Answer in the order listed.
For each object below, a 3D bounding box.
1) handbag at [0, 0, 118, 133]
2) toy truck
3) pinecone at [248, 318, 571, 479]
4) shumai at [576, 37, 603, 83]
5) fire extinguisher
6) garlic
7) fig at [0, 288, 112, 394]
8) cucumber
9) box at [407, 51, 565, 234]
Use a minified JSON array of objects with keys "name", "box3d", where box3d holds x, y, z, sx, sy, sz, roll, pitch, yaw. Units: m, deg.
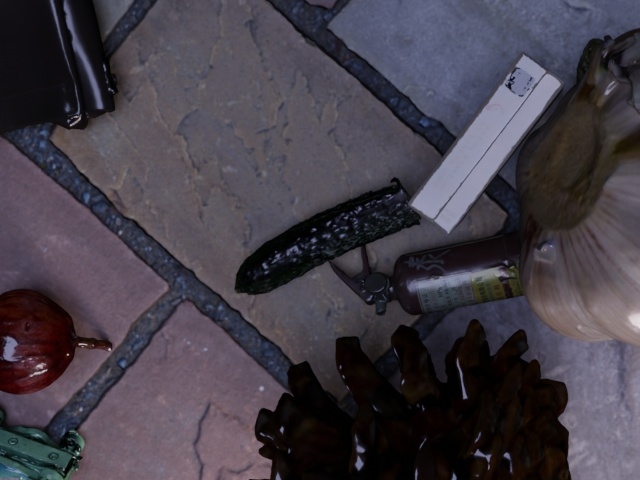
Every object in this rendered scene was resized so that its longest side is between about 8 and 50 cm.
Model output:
[{"name":"handbag","box3d":[-0.397,-0.229,1.215,0.285,0.113,0.257,-16,102,3]},{"name":"toy truck","box3d":[-0.381,0.274,1.317,0.154,0.080,0.078,16,128,5]},{"name":"pinecone","box3d":[0.093,0.268,1.097,0.397,0.398,0.398,1,99,8]},{"name":"shumai","box3d":[0.300,-0.172,1.148,0.080,0.082,0.083,-41,50,20]},{"name":"fire extinguisher","box3d":[0.135,0.033,1.212,0.252,0.106,0.075,-12,135,11]},{"name":"garlic","box3d":[0.315,-0.042,1.015,0.241,0.322,0.322,21,101,3]},{"name":"fig","box3d":[-0.348,0.134,1.263,0.150,0.128,0.128,39,102,-10]},{"name":"cucumber","box3d":[0.001,-0.002,1.213,0.245,0.067,0.067,-23,95,19]},{"name":"box","box3d":[0.183,-0.105,1.137,0.058,0.141,0.201,38,101,6]}]
